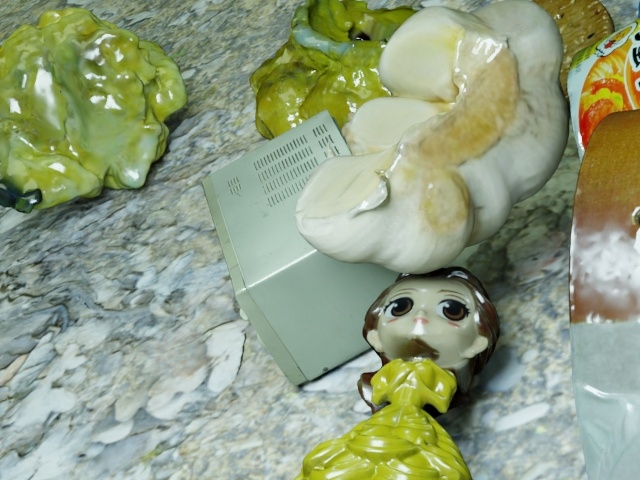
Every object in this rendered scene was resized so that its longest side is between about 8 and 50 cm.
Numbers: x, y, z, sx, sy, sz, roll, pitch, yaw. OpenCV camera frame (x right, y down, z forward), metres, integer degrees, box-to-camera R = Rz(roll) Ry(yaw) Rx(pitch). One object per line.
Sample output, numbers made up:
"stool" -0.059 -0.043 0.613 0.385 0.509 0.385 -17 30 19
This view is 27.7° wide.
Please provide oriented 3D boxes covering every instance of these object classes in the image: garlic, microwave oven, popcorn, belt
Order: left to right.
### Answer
"popcorn" -0.314 -0.184 1.752 0.293 0.293 0.237 -26 -11 7
"microwave oven" 0.000 0.000 1.317 0.194 0.145 0.240 -26 32 1
"garlic" 0.108 -0.085 1.131 0.281 0.185 0.203 -63 26 -8
"belt" 0.264 0.072 0.876 0.122 0.217 0.338 -6 81 37

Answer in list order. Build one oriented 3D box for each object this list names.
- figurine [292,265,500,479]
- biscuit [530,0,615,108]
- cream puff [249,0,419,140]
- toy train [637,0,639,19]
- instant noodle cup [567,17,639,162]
"figurine" 0.071 0.138 1.039 0.187 0.168 0.315 -21 33 32
"biscuit" 0.249 -0.204 1.472 0.188 0.027 0.187 -25 44 26
"cream puff" 0.034 -0.202 1.538 0.282 0.185 0.282 -24 33 17
"toy train" 0.434 -0.300 1.278 0.265 0.188 0.300 2 33 -10
"instant noodle cup" 0.342 -0.102 1.091 0.200 0.264 0.264 -20 32 33
